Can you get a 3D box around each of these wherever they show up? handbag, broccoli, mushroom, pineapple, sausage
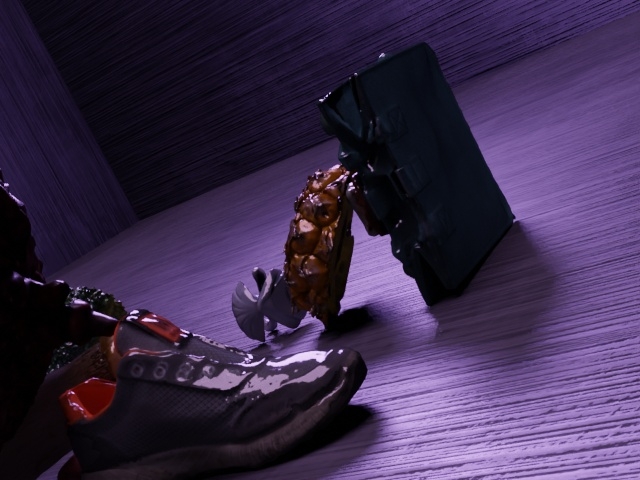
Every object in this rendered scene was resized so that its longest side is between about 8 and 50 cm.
[{"bbox_3d":[0.106,-0.087,1.400,0.100,0.269,0.274,-23,11,28],"label":"handbag"},{"bbox_3d":[-0.346,0.147,1.673,0.220,0.194,0.194,-47,0,26],"label":"broccoli"},{"bbox_3d":[-0.315,0.216,1.343,0.351,0.095,0.123,-36,-13,24],"label":"mushroom"},{"bbox_3d":[0.000,0.000,1.433,0.076,0.225,0.225,8,17,8],"label":"pineapple"},{"bbox_3d":[-0.252,0.233,1.401,0.029,0.029,0.223,-23,10,24],"label":"sausage"}]

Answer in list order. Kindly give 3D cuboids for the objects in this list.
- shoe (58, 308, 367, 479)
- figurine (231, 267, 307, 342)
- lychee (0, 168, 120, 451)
[{"bbox_3d":[-0.121,0.132,1.141,0.336,0.171,0.132,-24,10,26],"label":"shoe"},{"bbox_3d":[-0.072,0.081,1.539,0.082,0.094,0.086,-19,-3,-36],"label":"figurine"},{"bbox_3d":[-0.450,0.073,1.178,0.500,0.425,0.424,4,5,-9],"label":"lychee"}]
